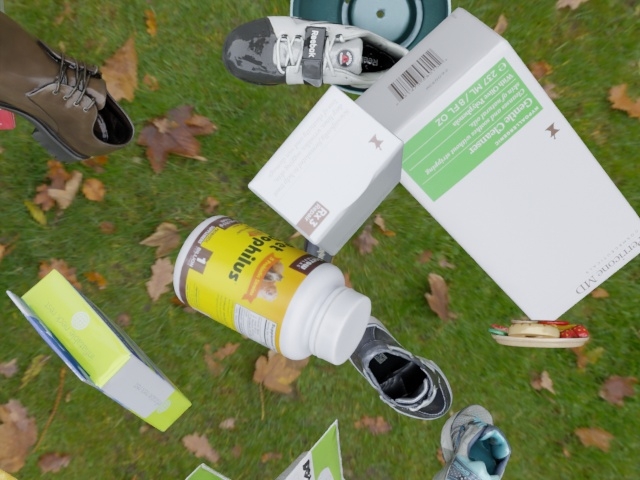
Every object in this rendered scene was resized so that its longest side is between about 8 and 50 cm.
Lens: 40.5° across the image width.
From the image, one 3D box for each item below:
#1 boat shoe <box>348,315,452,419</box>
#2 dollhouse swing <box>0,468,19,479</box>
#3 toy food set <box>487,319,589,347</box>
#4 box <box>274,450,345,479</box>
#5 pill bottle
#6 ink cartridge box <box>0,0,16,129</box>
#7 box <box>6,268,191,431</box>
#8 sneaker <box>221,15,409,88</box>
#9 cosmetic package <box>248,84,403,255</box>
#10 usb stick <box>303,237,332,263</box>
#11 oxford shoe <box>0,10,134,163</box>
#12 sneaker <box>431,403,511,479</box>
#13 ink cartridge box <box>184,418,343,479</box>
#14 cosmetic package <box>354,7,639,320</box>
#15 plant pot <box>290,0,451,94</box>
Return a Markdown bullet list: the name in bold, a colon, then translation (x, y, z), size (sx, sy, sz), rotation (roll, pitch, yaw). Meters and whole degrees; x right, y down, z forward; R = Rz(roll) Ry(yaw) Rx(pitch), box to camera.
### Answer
- **boat shoe**: translation (0.144, 0.234, 1.430), size (0.108, 0.102, 0.301), rotation (-41, 130, 1)
- **dollhouse swing**: translation (-0.674, 0.410, 1.460), size (0.315, 0.347, 0.305), rotation (-31, 85, -29)
- **toy food set**: translation (0.183, 0.078, 0.732), size (0.083, 0.082, 0.020), rotation (2, 87, -24)
- **box**: translation (-0.034, 0.526, 1.742), size (0.170, 0.091, 0.130), rotation (-39, 93, -30)
- **pill bottle**: translation (-0.054, 0.060, 0.994), size (0.215, 0.117, 0.117), rotation (24, 93, 22)
- **ink cartridge box**: translation (-0.525, -0.264, 1.167), size (0.197, 0.273, 0.114), rotation (-1, 69, -14)
- **box**: translation (-0.181, 0.094, 0.730), size (0.042, 0.178, 0.109), rotation (-44, 66, -11)
- **sneaker**: translation (0.003, -0.321, 1.469), size (0.330, 0.146, 0.122), rotation (-3, 99, -21)
- **cosmetic package**: translation (0.012, -0.057, 0.823), size (0.085, 0.231, 0.117), rotation (41, 89, 7)
- **usb stick**: translation (0.000, 0.000, 1.858), size (0.077, 0.278, 0.045), rotation (-21, 57, -23)
- **oxford shoe**: translation (-0.241, -0.147, 0.768), size (0.096, 0.227, 0.083), rotation (-3, 69, 22)
- **sneaker**: translation (0.261, 0.339, 1.390), size (0.110, 0.283, 0.122), rotation (36, 116, 0)
- **ink cartridge box**: translation (-0.082, 0.324, 0.948), size (0.097, 0.255, 0.189), rotation (18, 131, 32)
- **cosmetic package**: translation (0.227, -0.082, 1.083), size (0.197, 0.155, 0.365), rotation (-42, 119, 11)
- **plant pot**: translation (0.106, -0.433, 1.648), size (0.293, 0.196, 0.293), rotation (3, 105, 11)
